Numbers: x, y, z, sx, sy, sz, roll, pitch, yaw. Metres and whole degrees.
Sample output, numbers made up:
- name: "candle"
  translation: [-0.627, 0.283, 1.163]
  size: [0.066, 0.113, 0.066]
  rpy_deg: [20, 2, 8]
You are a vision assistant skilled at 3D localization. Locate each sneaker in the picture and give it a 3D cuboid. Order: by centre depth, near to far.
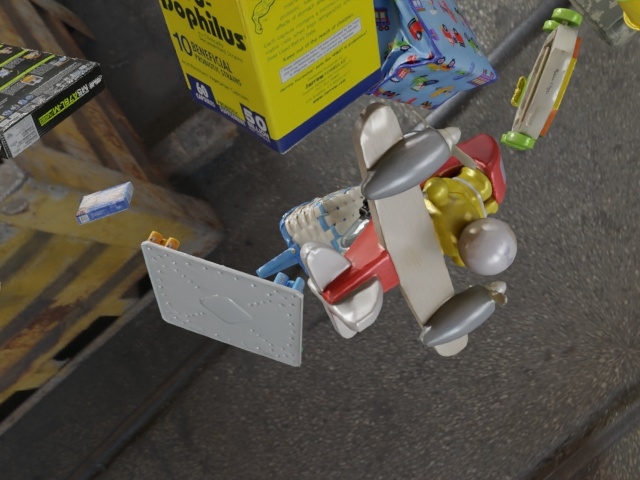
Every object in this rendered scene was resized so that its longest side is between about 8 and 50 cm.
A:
- name: "sneaker"
  translation: [0.118, -0.119, 1.686]
  size: [0.295, 0.178, 0.124]
  rpy_deg: [-45, 24, -8]

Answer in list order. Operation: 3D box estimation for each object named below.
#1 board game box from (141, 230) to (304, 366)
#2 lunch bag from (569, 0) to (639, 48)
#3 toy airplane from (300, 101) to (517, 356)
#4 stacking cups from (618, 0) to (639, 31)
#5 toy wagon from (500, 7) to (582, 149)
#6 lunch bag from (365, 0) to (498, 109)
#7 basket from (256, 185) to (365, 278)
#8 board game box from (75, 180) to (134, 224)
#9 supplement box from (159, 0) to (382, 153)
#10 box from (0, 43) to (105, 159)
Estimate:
- name: "board game box"
  translation: [-0.222, 0.149, 1.902]
  size: [0.390, 0.390, 0.050]
  rpy_deg: [17, 58, 9]
- name: "lunch bag"
  translation: [0.645, -0.588, 1.652]
  size: [0.256, 0.212, 0.305]
  rpy_deg: [-39, 79, 28]
- name: "toy airplane"
  translation: [0.161, 0.002, 1.203]
  size: [0.272, 0.386, 0.384]
  rpy_deg: [16, 96, 40]
- name: "stacking cups"
  translation: [0.363, -0.395, 0.973]
  size: [0.096, 0.316, 0.096]
  rpy_deg: [-26, 46, 31]
- name: "toy wagon"
  translation: [0.448, -0.316, 1.599]
  size: [0.068, 0.344, 0.267]
  rpy_deg: [21, 98, 6]
- name: "lunch bag"
  translation: [0.136, -0.372, 1.217]
  size: [0.138, 0.221, 0.293]
  rpy_deg: [-21, 80, 33]
- name: "basket"
  translation: [0.000, 0.000, 1.919]
  size: [0.289, 0.255, 0.201]
  rpy_deg: [-29, 88, 46]
- name: "board game box"
  translation: [-0.376, -0.067, 1.371]
  size: [0.090, 0.090, 0.020]
  rpy_deg: [-18, 116, 2]
- name: "supplement box"
  translation: [-0.075, -0.321, 0.947]
  size: [0.195, 0.356, 0.194]
  rpy_deg: [-39, 51, -22]
- name: "box"
  translation: [-0.415, -0.189, 1.030]
  size: [0.184, 0.045, 0.190]
  rpy_deg: [13, 44, 24]
